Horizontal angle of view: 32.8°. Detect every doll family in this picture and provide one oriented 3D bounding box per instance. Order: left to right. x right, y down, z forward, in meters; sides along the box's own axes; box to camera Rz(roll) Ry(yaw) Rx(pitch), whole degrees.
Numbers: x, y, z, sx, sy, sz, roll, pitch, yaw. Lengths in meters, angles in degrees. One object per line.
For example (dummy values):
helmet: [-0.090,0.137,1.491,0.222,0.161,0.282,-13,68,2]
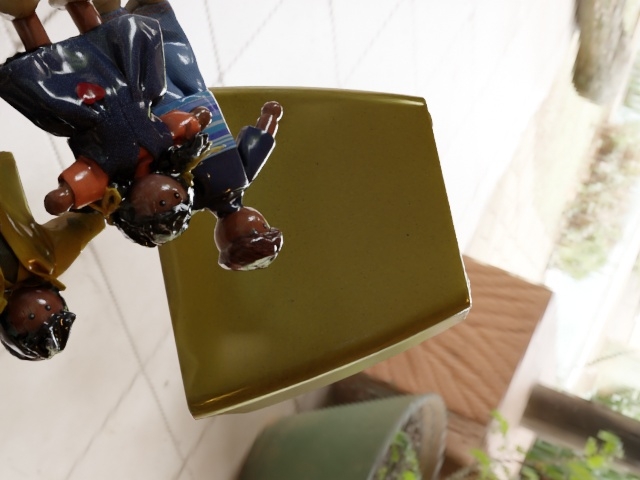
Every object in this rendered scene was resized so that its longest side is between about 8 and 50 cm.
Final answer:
doll family: [-0.083,-0.019,0.358,0.193,0.111,0.076,-30,178,-27]

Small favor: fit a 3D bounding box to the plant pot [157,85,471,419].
plant pot: [0.000,0.000,0.770,0.212,0.187,0.212,53,24,-80]
